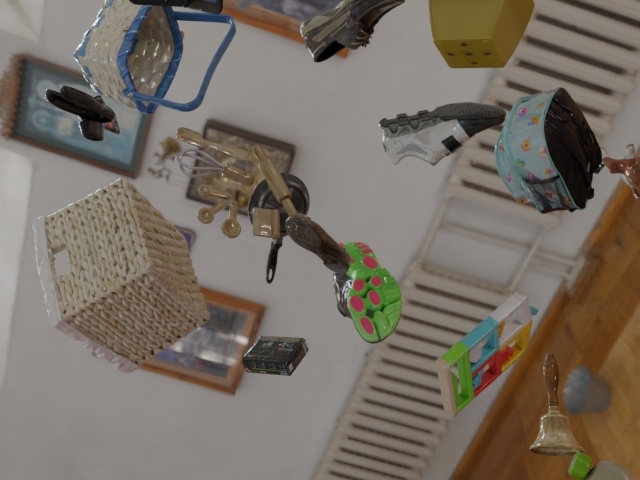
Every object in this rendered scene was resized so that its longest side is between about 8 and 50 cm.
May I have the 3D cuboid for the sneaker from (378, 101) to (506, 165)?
[{"bbox_3d":[0.331,-0.279,1.870,0.122,0.331,0.146,-75,-26,-60],"label":"sneaker"}]

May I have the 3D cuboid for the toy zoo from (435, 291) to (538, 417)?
[{"bbox_3d":[0.373,0.236,1.519,0.293,0.030,0.192,-35,-44,-19],"label":"toy zoo"}]

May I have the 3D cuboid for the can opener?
[{"bbox_3d":[-0.391,-0.220,1.156,0.186,0.059,0.073,64,-173,-82],"label":"can opener"}]

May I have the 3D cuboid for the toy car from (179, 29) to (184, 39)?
[{"bbox_3d":[-0.454,-0.647,2.103,0.040,0.122,0.060,-39,30,2],"label":"toy car"}]

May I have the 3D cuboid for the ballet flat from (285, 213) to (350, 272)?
[{"bbox_3d":[0.000,0.000,1.691,0.084,0.250,0.058,-5,57,37],"label":"ballet flat"}]

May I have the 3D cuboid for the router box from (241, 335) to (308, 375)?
[{"bbox_3d":[-0.101,0.255,1.555,0.092,0.122,0.038,-49,-50,-49],"label":"router box"}]

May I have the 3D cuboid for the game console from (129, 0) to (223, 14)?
[{"bbox_3d":[-0.164,-0.321,0.778,0.071,0.107,0.122,-116,28,-62],"label":"game console"}]

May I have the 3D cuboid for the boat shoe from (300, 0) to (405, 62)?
[{"bbox_3d":[0.096,-0.583,1.902,0.355,0.132,0.130,-13,92,48],"label":"boat shoe"}]

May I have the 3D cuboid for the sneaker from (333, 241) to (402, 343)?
[{"bbox_3d":[0.149,0.185,2.288,0.483,0.185,0.202,-106,12,-59],"label":"sneaker"}]

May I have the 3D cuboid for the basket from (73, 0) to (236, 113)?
[{"bbox_3d":[-0.348,-0.402,1.497,0.201,0.289,0.254,71,-144,-57],"label":"basket"}]

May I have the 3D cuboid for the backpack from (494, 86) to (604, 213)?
[{"bbox_3d":[0.381,-0.158,1.185,0.144,0.188,0.166,3,50,41],"label":"backpack"}]

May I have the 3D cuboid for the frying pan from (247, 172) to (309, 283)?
[{"bbox_3d":[-0.143,-0.040,2.025,0.053,0.197,0.326,31,96,57],"label":"frying pan"}]

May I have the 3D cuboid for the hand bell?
[{"bbox_3d":[0.575,0.397,1.720,0.126,0.126,0.242,115,163,-62],"label":"hand bell"}]

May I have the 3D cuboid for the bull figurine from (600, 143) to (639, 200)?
[{"bbox_3d":[0.680,-0.212,1.318,0.310,0.101,0.188,-48,32,5],"label":"bull figurine"}]

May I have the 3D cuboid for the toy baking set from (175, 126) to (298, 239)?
[{"bbox_3d":[-0.153,-0.111,1.264,0.030,0.197,0.256,-45,65,47],"label":"toy baking set"}]

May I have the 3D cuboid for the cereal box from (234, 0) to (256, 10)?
[{"bbox_3d":[-0.172,-0.670,1.689,0.173,0.047,0.240,-36,-12,8],"label":"cereal box"}]

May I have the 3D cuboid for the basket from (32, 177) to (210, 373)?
[{"bbox_3d":[-0.477,0.087,1.704,0.328,0.266,0.331,64,-177,35],"label":"basket"}]

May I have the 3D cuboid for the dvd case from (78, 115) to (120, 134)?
[{"bbox_3d":[-0.607,-0.339,1.900,0.013,0.119,0.087,-45,49,23],"label":"dvd case"}]

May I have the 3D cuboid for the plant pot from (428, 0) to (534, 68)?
[{"bbox_3d":[0.374,-0.529,1.671,0.212,0.212,0.187,30,-110,-59],"label":"plant pot"}]

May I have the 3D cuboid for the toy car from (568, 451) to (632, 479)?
[{"bbox_3d":[0.556,0.525,1.408,0.149,0.155,0.188,-61,-17,-16],"label":"toy car"}]
